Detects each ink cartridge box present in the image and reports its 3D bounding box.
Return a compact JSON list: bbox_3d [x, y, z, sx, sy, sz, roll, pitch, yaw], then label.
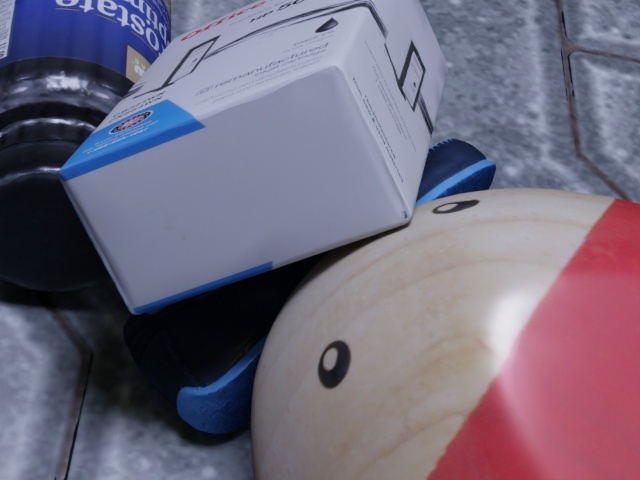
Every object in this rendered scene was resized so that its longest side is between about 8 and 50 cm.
[{"bbox_3d":[-0.024,-0.063,0.705,0.148,0.086,0.203,-20,21,18],"label":"ink cartridge box"}]

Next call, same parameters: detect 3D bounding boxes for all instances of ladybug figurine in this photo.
[{"bbox_3d":[0.178,0.135,0.608,0.449,0.162,0.305,32,65,4],"label":"ladybug figurine"}]

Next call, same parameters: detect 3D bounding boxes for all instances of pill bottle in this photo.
[{"bbox_3d":[-0.148,-0.081,0.804,0.122,0.123,0.219,5,45,-11],"label":"pill bottle"}]

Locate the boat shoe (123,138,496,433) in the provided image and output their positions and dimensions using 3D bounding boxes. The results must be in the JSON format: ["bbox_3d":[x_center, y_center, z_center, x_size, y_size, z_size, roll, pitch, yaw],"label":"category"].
[{"bbox_3d":[0.000,0.000,0.781,0.089,0.109,0.258,36,45,24],"label":"boat shoe"}]
